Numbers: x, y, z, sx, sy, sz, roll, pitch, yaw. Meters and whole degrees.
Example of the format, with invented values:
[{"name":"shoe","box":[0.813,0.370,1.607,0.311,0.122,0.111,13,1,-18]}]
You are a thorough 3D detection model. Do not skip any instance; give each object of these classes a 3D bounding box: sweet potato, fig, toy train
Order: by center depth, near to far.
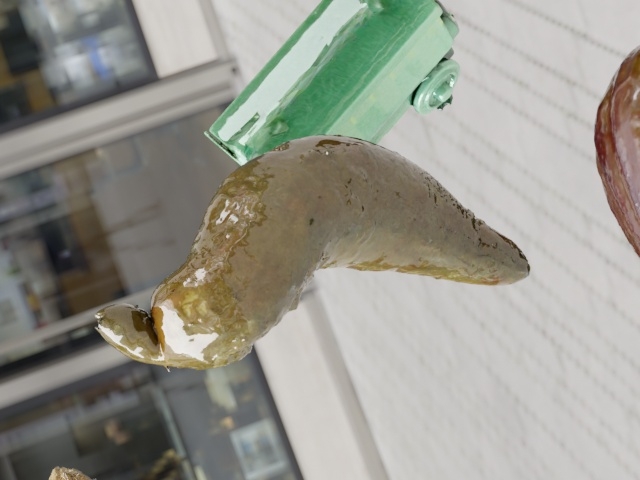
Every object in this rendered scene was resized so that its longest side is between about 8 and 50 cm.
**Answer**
[{"name":"sweet potato","box":[-0.002,-0.003,1.003,0.098,0.310,0.124,2,103,53]},{"name":"fig","box":[0.305,-0.016,1.243,0.217,0.217,0.321,81,-156,-47]},{"name":"toy train","box":[0.029,-0.150,1.696,0.120,0.301,0.202,41,180,25]}]

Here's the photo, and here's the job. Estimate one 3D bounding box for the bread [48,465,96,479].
[{"name":"bread","box":[-0.186,0.237,1.249,0.126,0.044,0.129,53,149,-5]}]
